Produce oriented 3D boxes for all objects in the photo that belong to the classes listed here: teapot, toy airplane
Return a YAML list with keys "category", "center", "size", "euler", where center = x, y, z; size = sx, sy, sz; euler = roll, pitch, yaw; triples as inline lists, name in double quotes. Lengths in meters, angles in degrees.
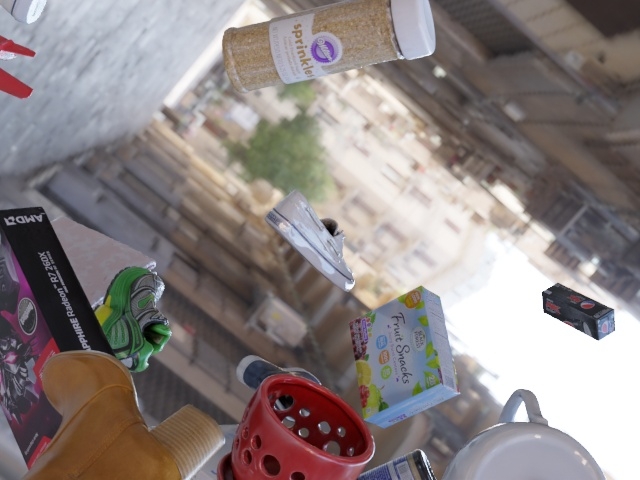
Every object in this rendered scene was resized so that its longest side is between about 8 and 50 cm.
- category: "teapot"
  center: [0.261, 0.367, 1.542]
  size: [0.256, 0.252, 0.187]
  euler: [-31, 173, -20]
- category: "toy airplane"
  center: [-0.372, -0.203, 1.259]
  size: [0.151, 0.151, 0.028]
  euler: [-74, -174, -67]

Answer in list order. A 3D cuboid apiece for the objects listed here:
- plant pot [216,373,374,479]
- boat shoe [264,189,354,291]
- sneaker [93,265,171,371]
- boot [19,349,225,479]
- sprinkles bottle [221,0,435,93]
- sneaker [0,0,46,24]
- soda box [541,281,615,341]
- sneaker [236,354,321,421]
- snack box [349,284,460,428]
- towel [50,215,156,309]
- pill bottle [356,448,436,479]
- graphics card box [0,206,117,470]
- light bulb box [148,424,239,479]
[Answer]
- category: "plant pot"
  center: [-0.041, 0.317, 1.638]
  size: [0.174, 0.191, 0.191]
  euler: [-61, -174, 20]
- category: "boat shoe"
  center: [0.000, 0.000, 2.026]
  size: [0.088, 0.267, 0.096]
  euler: [-48, -137, -3]
- category: "sneaker"
  center: [-0.354, 0.163, 2.171]
  size: [0.343, 0.146, 0.134]
  euler: [-76, -178, -66]
- category: "boot"
  center: [-0.269, 0.224, 1.210]
  size: [0.295, 0.104, 0.211]
  euler: [15, -145, 37]
- category: "sprinkles bottle"
  center: [0.013, -0.342, 1.938]
  size: [0.355, 0.121, 0.121]
  euler: [-10, -155, 17]
- category: "sneaker"
  center: [-0.492, -0.499, 1.941]
  size: [0.258, 0.091, 0.094]
  euler: [-58, 179, 21]
- category: "soda box"
  center: [0.549, 0.151, 2.413]
  size: [0.053, 0.060, 0.169]
  euler: [-25, -149, -25]
- category: "sneaker"
  center: [-0.042, 0.308, 2.236]
  size: [0.163, 0.226, 0.086]
  euler: [26, -88, 45]
- category: "snack box"
  center: [0.149, 0.211, 2.055]
  size: [0.174, 0.070, 0.207]
  euler: [-29, -129, 29]
- category: "towel"
  center: [-0.574, 0.079, 2.453]
  size: [0.332, 0.317, 0.053]
  euler: [-38, 140, -44]
- category: "pill bottle"
  center: [0.115, 0.494, 2.149]
  size: [0.219, 0.123, 0.123]
  euler: [-24, -167, 4]
- category: "graphics card box"
  center: [-0.431, 0.159, 1.737]
  size: [0.094, 0.371, 0.233]
  euler: [-7, 147, -40]
- category: "light bulb box"
  center: [-0.167, 0.558, 1.990]
  size: [0.358, 0.225, 0.361]
  euler: [25, -77, 45]
